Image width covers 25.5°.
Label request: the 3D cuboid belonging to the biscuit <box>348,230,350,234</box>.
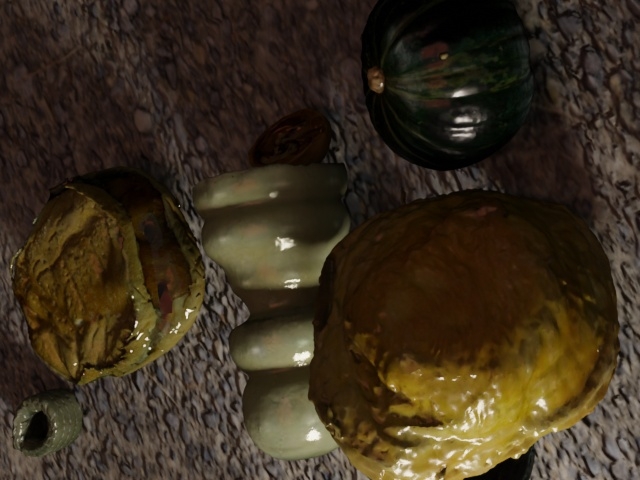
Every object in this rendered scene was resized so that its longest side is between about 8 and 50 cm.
[{"bbox_3d":[0.000,0.000,1.727,0.084,0.023,0.084,8,104,34],"label":"biscuit"}]

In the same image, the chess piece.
[{"bbox_3d":[-0.036,0.085,1.623,0.182,0.182,0.330,-14,80,35],"label":"chess piece"}]

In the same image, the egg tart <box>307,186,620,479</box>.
[{"bbox_3d":[0.141,0.069,1.473,0.351,0.153,0.339,-18,58,-4],"label":"egg tart"}]

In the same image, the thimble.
[{"bbox_3d":[-0.393,0.262,2.018,0.110,0.062,0.084,-38,76,32],"label":"thimble"}]

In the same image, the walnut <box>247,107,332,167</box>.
[{"bbox_3d":[-0.028,-0.109,1.705,0.121,0.052,0.091,-13,46,38],"label":"walnut"}]

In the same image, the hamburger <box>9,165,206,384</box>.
[{"bbox_3d":[-0.277,0.043,1.861,0.285,0.134,0.265,-24,87,42],"label":"hamburger"}]

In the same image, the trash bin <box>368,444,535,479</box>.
[{"bbox_3d":[0.130,0.219,1.604,0.161,0.175,0.175,-8,94,46],"label":"trash bin"}]

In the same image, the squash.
[{"bbox_3d":[0.133,-0.182,1.505,0.172,0.218,0.218,-6,96,-6],"label":"squash"}]
